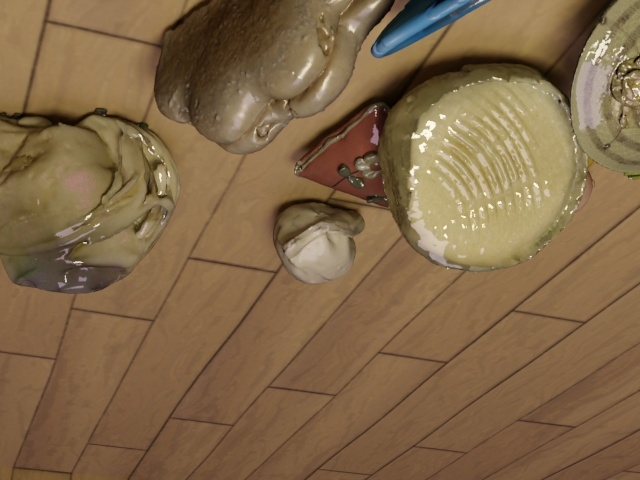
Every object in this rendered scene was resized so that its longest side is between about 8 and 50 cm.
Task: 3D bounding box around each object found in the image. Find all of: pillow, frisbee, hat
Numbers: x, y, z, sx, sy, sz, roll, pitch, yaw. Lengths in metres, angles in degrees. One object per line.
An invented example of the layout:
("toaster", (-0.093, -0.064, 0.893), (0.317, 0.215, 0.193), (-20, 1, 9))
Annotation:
("pillow", (0.083, -0.096, 1.396), (0.179, 0.075, 0.171), (19, 144, -34))
("frisbee", (0.149, -0.247, 1.035), (0.242, 0.045, 0.242), (-30, -176, 3))
("hat", (0.391, -0.155, 1.124), (0.252, 0.110, 0.252), (-13, 126, -18))

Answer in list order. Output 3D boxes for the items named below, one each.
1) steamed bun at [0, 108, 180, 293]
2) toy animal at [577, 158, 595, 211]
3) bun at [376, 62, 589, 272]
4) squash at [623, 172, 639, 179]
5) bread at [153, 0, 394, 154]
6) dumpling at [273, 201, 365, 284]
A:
("steamed bun", (-0.324, -0.022, 1.404), (0.268, 0.207, 0.280), (7, 153, -13))
("toy animal", (0.310, -0.095, 1.410), (0.082, 0.091, 0.114), (15, 150, 37))
("bun", (0.187, -0.092, 1.290), (0.259, 0.152, 0.259), (-5, 109, -15))
("squash", (0.408, -0.181, 1.244), (0.184, 0.085, 0.191), (-17, 131, -20))
("bread", (-0.053, -0.194, 1.114), (0.102, 0.183, 0.337), (27, 139, -35))
("dumpling", (0.000, 0.000, 1.546), (0.136, 0.118, 0.199), (-20, 176, 7))
